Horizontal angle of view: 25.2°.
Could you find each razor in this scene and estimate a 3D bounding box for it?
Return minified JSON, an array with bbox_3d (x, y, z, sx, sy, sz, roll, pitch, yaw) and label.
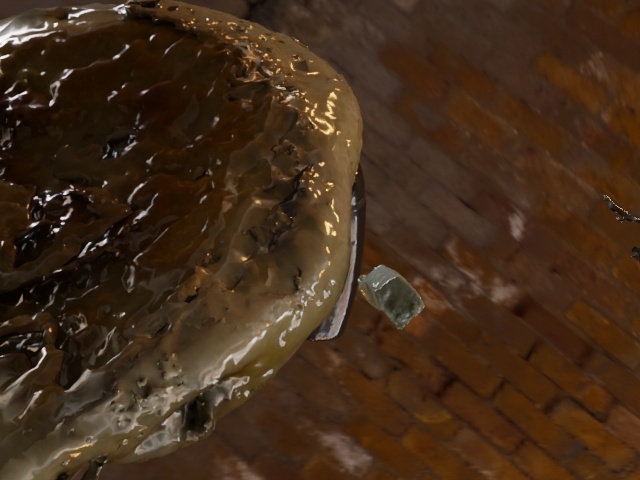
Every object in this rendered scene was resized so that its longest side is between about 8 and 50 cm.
[{"bbox_3d":[0.000,0.000,1.073,0.054,0.090,0.148,-5,-63,-18],"label":"razor"}]

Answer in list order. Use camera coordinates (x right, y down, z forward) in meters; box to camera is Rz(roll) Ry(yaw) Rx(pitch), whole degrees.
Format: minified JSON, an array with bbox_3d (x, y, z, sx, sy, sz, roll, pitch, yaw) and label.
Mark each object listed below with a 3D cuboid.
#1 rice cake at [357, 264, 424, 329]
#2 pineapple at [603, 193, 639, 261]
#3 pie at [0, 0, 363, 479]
[{"bbox_3d":[0.033,0.026,0.699,0.021,0.121,0.022,-35,-88,0],"label":"rice cake"},{"bbox_3d":[0.362,0.041,0.991,0.364,0.165,0.166,25,-91,14],"label":"pineapple"},{"bbox_3d":[-0.140,0.002,0.632,0.339,0.077,0.339,-15,-135,15],"label":"pie"}]
